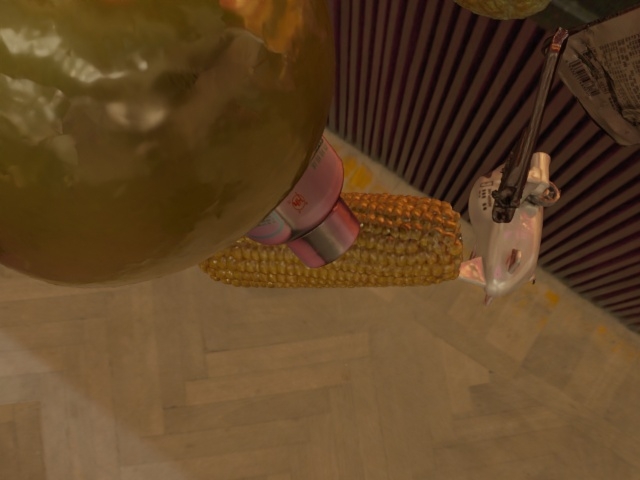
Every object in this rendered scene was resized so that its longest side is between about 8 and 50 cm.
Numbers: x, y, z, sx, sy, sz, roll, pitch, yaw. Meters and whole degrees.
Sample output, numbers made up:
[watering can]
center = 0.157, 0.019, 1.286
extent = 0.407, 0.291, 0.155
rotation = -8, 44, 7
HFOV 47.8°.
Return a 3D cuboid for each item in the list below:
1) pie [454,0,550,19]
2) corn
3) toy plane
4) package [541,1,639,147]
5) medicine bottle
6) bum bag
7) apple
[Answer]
[pie]
center = 0.271, -0.468, 1.134
extent = 0.105, 0.257, 0.275
rotation = -39, 42, -25
[corn]
center = 0.000, 0.000, 0.981
extent = 0.388, 0.144, 0.143
rotation = 1, 80, 15
[toy plane]
center = 0.271, -0.019, 1.074
extent = 0.118, 0.252, 0.252
rotation = 20, 81, 0
[package]
center = 0.310, -0.150, 0.698
extent = 0.030, 0.239, 0.154
rotation = -38, 100, -1
[medicine bottle]
center = -0.041, -0.062, 0.768
extent = 0.188, 0.094, 0.119
rotation = 50, 56, -27
[bum bag]
center = 0.183, -0.103, 0.634
extent = 0.026, 0.109, 0.159
rotation = 17, 119, 15
[apple]
center = -0.128, -0.094, 0.456
extent = 0.295, 0.258, 0.233
rotation = -18, 82, -17
